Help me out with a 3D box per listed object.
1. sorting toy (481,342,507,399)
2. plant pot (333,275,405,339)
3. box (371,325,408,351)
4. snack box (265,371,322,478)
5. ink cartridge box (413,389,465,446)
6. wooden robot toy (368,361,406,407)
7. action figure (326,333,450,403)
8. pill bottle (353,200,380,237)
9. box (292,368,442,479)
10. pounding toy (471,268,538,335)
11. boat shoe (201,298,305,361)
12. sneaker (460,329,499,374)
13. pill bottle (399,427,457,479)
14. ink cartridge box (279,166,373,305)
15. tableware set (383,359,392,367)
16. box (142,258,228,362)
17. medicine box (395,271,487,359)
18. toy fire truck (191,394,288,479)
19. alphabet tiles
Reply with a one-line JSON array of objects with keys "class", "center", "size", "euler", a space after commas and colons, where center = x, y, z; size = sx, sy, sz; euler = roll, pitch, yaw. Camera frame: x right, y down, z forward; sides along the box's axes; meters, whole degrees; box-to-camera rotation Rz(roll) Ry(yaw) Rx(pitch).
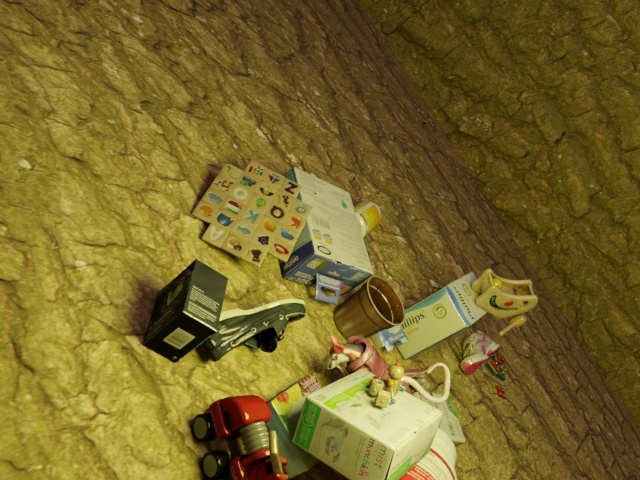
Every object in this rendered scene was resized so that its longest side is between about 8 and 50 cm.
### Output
[{"class": "sorting toy", "center": [0.688, 0.494, 2.477], "size": [0.132, 0.046, 0.275], "euler": [36, 35, -27]}, {"class": "plant pot", "center": [0.139, 0.218, 1.883], "size": [0.167, 0.165, 0.167], "euler": [35, 34, -28]}, {"class": "box", "center": [0.196, 0.265, 2.006], "size": [0.109, 0.042, 0.178], "euler": [-19, 75, -40]}, {"class": "snack box", "center": [-0.043, 0.432, 1.483], "size": [0.175, 0.070, 0.207], "euler": [60, 29, 8]}, {"class": "ink cartridge box", "center": [0.326, 0.541, 1.886], "size": [0.208, 0.087, 0.153], "euler": [25, 41, -41]}, {"class": "wooden robot toy", "center": [0.156, 0.315, 1.433], "size": [0.076, 0.079, 0.173], "euler": [20, 13, 19]}, {"class": "action figure", "center": [0.149, 0.371, 1.660], "size": [0.370, 0.275, 0.248], "euler": [50, 33, -34]}, {"class": "pill bottle", "center": [0.141, -0.073, 2.232], "size": [0.117, 0.117, 0.215], "euler": [54, 31, 1]}, {"class": "box", "center": [0.113, 0.416, 1.408], "size": [0.231, 0.127, 0.262], "euler": [24, 16, 28]}, {"class": "pounding toy", "center": [0.626, 0.210, 2.054], "size": [0.269, 0.154, 0.155], "euler": [31, 38, -35]}, {"class": "boat shoe", "center": [-0.149, 0.222, 1.521], "size": [0.340, 0.127, 0.113], "euler": [-2, 61, -53]}, {"class": "sneaker", "center": [0.576, 0.417, 2.360], "size": [0.111, 0.103, 0.252], "euler": [46, 30, 16]}, {"class": "pill bottle", "center": [0.195, 0.614, 1.489], "size": [0.229, 0.229, 0.407], "euler": [54, 30, 1]}, {"class": "ink cartridge box", "center": [0.000, 0.000, 1.929], "size": [0.270, 0.151, 0.396], "euler": [21, 42, -42]}, {"class": "tableware set", "center": [0.163, 0.352, 1.874], "size": [0.154, 0.024, 0.104], "euler": [36, 6, -29]}, {"class": "box", "center": [-0.292, 0.153, 1.362], "size": [0.093, 0.156, 0.158], "euler": [36, 34, -25]}, {"class": "medicine box", "center": [0.402, 0.251, 2.113], "size": [0.289, 0.263, 0.149], "euler": [-15, 72, -58]}, {"class": "toy fire truck", "center": [-0.135, 0.400, 1.235], "size": [0.158, 0.246, 0.217], "euler": [12, 50, -49]}, {"class": "alphabet tiles", "center": [-0.183, -0.083, 1.750], "size": [0.285, 0.011, 0.343], "euler": [27, 48, -3]}]
